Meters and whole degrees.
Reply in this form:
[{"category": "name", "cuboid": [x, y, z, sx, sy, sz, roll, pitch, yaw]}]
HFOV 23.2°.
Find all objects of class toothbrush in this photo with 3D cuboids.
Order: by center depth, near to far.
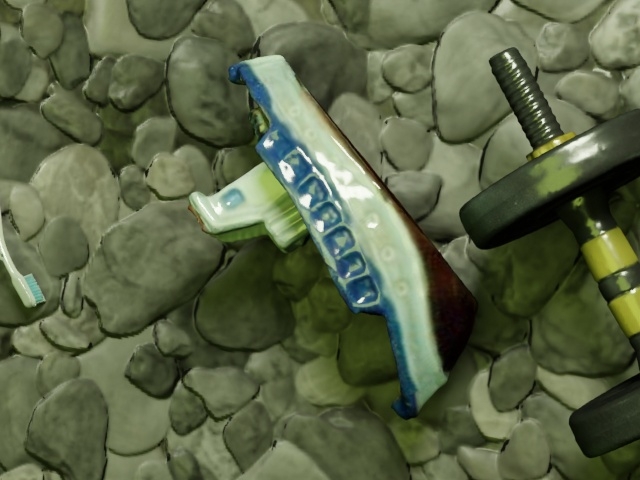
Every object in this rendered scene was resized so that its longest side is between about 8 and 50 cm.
[{"category": "toothbrush", "cuboid": [-0.259, -0.040, 1.185, 0.017, 0.022, 0.204, -33, 80, 34]}]

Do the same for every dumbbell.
[{"category": "dumbbell", "cuboid": [0.186, 0.026, 0.962, 0.143, 0.143, 0.325, -30, 82, 18]}]

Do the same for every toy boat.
[{"category": "toy boat", "cuboid": [0.000, 0.000, 1.040, 0.115, 0.114, 0.262, -39, 82, 4]}]
